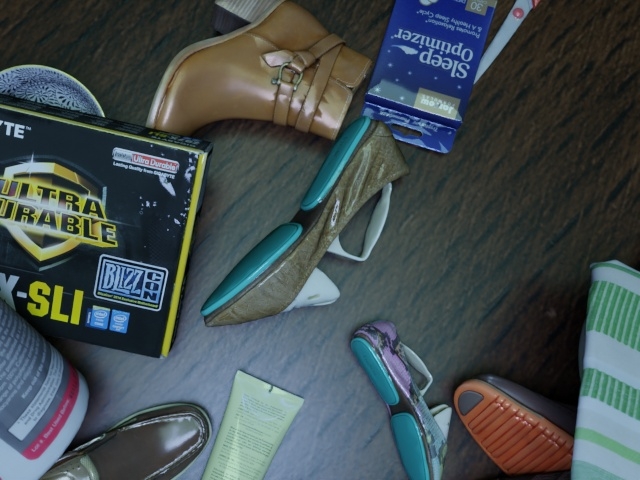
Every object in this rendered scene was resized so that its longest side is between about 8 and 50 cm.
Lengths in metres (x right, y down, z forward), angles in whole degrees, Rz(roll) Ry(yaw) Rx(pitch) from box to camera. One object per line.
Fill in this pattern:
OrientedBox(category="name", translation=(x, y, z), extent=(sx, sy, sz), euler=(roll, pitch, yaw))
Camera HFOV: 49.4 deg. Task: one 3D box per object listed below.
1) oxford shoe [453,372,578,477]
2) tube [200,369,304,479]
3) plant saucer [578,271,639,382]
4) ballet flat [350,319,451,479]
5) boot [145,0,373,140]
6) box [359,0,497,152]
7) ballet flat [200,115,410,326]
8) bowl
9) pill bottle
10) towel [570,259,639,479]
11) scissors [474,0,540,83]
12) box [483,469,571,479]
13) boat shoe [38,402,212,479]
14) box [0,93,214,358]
OrientedBox(category="oxford shoe", translation=(0.337, 0.259, 0.869), extent=(0.364, 0.130, 0.132), euler=(32, 52, 3))
OrientedBox(category="tube", translation=(-0.105, 0.287, 0.840), extent=(0.062, 0.070, 0.240), euler=(10, 71, 40))
OrientedBox(category="plant saucer", translation=(0.451, 0.224, 0.797), extent=(0.401, 0.100, 0.400), euler=(12, 51, -15))
OrientedBox(category="ballet flat", translation=(0.115, 0.200, 0.869), extent=(0.079, 0.077, 0.221), euler=(-21, 83, -28))
OrientedBox(category="boot", translation=(-0.079, -0.180, 0.900), extent=(0.220, 0.109, 0.283), euler=(31, 72, -4))
OrientedBox(category="box", translation=(0.146, -0.242, 0.951), extent=(0.137, 0.036, 0.225), euler=(17, 81, 2))
OrientedBox(category="ballet flat", translation=(0.000, 0.000, 0.878), extent=(0.124, 0.116, 0.342), euler=(42, 75, -17))
OrientedBox(category="bowl", translation=(-0.333, -0.130, 0.857), extent=(0.170, 0.080, 0.170), euler=(0, 104, 0))
OrientedBox(category="pill bottle", translation=(-0.401, 0.111, 0.701), extent=(0.176, 0.176, 0.318), euler=(-39, 124, -10))
OrientedBox(category="towel", translation=(0.371, 0.180, 0.707), extent=(0.248, 0.038, 0.324), euler=(27, 49, -2))
OrientedBox(category="scissors", translation=(0.298, -0.333, 0.991), extent=(0.109, 0.021, 0.297), euler=(20, 79, -2))
OrientedBox(category="box", translation=(0.252, 0.352, 0.797), extent=(0.078, 0.180, 0.147), euler=(-12, 80, -50))
OrientedBox(category="boat shoe", translation=(-0.247, 0.270, 0.804), extent=(0.258, 0.095, 0.095), euler=(-26, 84, -9))
OrientedBox(category="box", translation=(-0.307, -0.021, 0.807), extent=(0.322, 0.079, 0.257), euler=(13, 107, -4))
